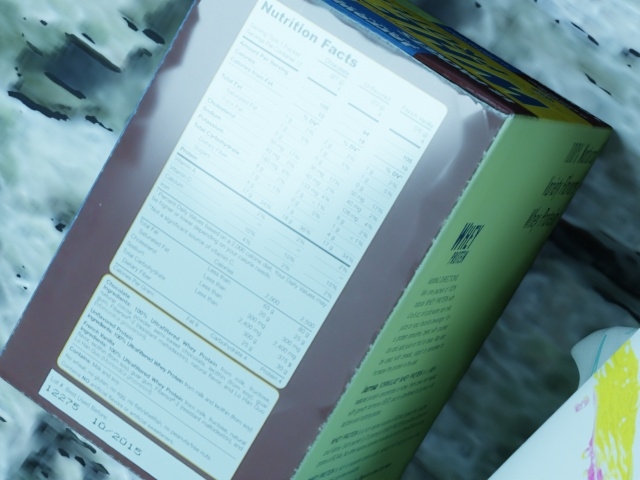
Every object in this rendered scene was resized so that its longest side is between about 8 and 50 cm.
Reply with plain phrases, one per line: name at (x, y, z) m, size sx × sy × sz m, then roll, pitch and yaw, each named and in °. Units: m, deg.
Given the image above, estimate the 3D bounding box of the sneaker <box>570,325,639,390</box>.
sneaker at (0.136, 0.111, 0.899) m, size 0.061 × 0.054 × 0.152 m, roll 15°, pitch 101°, yaw 42°

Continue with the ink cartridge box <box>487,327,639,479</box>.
ink cartridge box at (0.184, 0.155, 0.765) m, size 0.198 × 0.197 × 0.270 m, roll 37°, pitch 106°, yaw -21°

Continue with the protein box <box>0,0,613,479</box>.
protein box at (0.000, 0.000, 0.859) m, size 0.136 × 0.200 × 0.201 m, roll 34°, pitch 102°, yaw 15°
